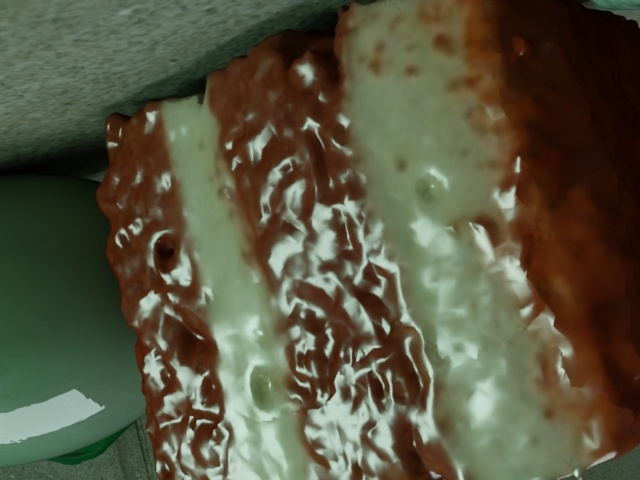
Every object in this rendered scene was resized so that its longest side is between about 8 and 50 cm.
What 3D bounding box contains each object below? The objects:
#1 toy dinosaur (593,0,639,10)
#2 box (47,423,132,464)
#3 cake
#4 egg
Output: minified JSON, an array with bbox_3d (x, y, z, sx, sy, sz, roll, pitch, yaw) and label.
[{"bbox_3d":[0.126,-0.123,0.356,0.129,0.076,0.383,12,-175,35],"label":"toy dinosaur"},{"bbox_3d":[-0.392,0.157,1.226,0.336,0.106,0.264,24,131,-29],"label":"box"},{"bbox_3d":[0.068,0.010,0.598,0.319,0.270,0.269,-18,175,37],"label":"cake"},{"bbox_3d":[-0.216,0.055,0.675,0.282,0.203,0.203,-7,173,-20],"label":"egg"}]
